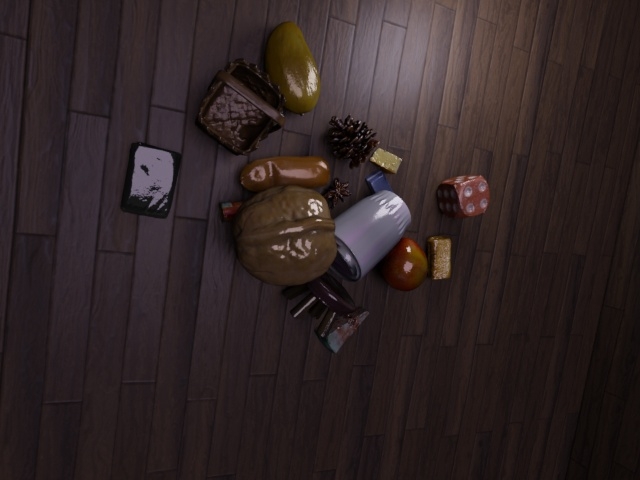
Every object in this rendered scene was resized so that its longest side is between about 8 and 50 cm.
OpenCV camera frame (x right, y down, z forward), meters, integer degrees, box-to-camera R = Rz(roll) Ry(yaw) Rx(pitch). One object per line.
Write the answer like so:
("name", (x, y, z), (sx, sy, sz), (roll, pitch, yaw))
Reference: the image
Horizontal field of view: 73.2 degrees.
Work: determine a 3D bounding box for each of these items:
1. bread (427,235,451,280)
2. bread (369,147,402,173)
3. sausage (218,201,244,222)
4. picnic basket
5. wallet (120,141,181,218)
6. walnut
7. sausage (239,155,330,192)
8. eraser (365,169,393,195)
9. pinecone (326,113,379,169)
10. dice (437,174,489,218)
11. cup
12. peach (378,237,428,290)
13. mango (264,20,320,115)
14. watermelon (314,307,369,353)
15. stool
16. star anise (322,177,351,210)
("bread", (0.558, 0.084, 2.033), (0.113, 0.083, 0.211), (-5, 101, -18))
("bread", (0.281, -0.346, 1.843), (0.109, 0.080, 0.084), (33, 83, -27))
("sausage", (-0.252, -0.116, 1.647), (0.263, 0.083, 0.083), (-6, 101, -24))
("picnic basket", (-0.263, -0.451, 1.461), (0.254, 0.321, 0.291), (35, 82, -21))
("wallet", (-0.592, -0.206, 1.501), (0.168, 0.052, 0.246), (12, 98, -25))
("walnut", (-0.124, -0.015, 1.515), (0.380, 0.381, 0.382), (-4, 100, -23))
("sausage", (-0.141, -0.256, 1.654), (0.353, 0.116, 0.134), (-5, 114, -20))
("eraser", (0.279, -0.194, 1.890), (0.082, 0.036, 0.225), (-35, 110, -15))
("pinecone", (0.116, -0.402, 1.712), (0.212, 0.169, 0.186), (30, 43, -11))
("dice", (0.653, -0.199, 1.978), (0.179, 0.175, 0.174), (-19, 107, -21))
("cup", (0.177, -0.024, 1.751), (0.371, 0.253, 0.253), (-38, 112, -26))
("peach", (0.362, 0.103, 1.878), (0.230, 0.231, 0.231), (-4, 100, -23))
("mango", (-0.112, -0.631, 1.598), (0.195, 0.142, 0.332), (-27, 101, -22))
("watermelon", (0.113, 0.387, 1.894), (0.241, 0.094, 0.154), (-38, 119, -17))
("stool", (-0.008, 0.236, 1.728), (0.272, 0.272, 0.178), (39, 98, -24))
("star anise", (0.052, -0.172, 1.782), (0.097, 0.070, 0.191), (41, 82, 4))
